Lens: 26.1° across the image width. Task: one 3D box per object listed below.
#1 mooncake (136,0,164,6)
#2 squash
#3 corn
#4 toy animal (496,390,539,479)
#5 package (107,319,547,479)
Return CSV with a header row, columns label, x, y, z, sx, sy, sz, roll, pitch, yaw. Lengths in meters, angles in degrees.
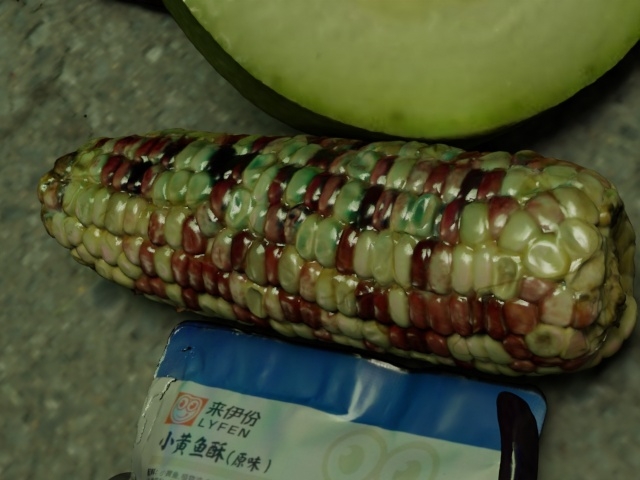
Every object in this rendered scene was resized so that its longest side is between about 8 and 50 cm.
label,x,y,z,sx,sy,sz,roll,pitch,yaw
mooncake,-0.042,-0.256,0.693,0.283,0.141,0.283,-9,59,15
squash,0.038,-0.165,0.569,0.252,0.049,0.252,1,85,-10
corn,0.000,0.000,0.547,0.253,0.086,0.086,7,62,27
toy animal,0.151,0.191,0.364,0.324,0.090,0.195,23,63,21
package,-0.016,0.117,0.515,0.171,0.027,0.173,9,62,29
